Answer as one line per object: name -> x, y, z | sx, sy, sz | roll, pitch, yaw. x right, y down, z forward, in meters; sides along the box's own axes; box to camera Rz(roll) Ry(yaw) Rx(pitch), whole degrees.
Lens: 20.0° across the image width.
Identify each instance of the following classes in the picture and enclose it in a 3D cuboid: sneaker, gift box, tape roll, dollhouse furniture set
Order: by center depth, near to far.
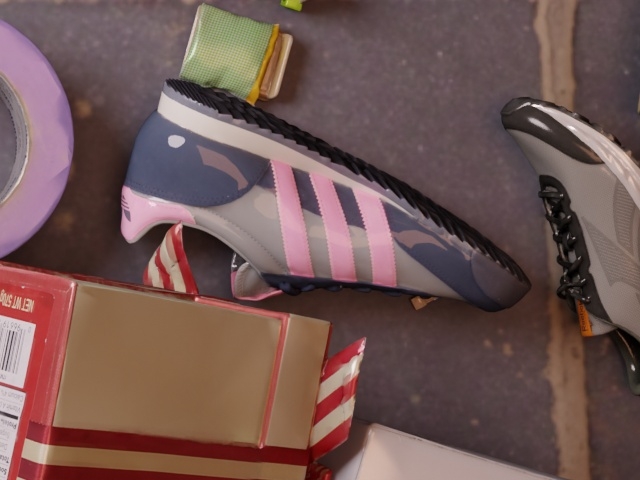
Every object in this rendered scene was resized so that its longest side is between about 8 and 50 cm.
gift box -> -0.139, 0.118, 1.183 | 0.258, 0.255, 0.276 | 15, 90, -47
tape roll -> -0.273, -0.071, 1.282 | 0.189, 0.080, 0.189 | 0, 90, -16
dollhouse furniture set -> -0.047, -0.181, 1.357 | 0.076, 0.058, 0.152 | 17, 85, -15
sneaker -> 0.000, 0.000, 1.359 | 0.319, 0.112, 0.131 | 26, 100, -11
sneaker -> 0.221, 0.005, 1.413 | 0.108, 0.100, 0.271 | -37, 99, -7

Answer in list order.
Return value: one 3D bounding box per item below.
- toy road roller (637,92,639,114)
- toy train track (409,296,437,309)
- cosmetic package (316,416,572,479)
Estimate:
toy road roller -> 0.435, -0.137, 1.397 | 0.329, 0.240, 0.203 | 10, 87, -16
toy train track -> 0.108, 0.030, 1.423 | 0.083, 0.014, 0.048 | -30, 97, -13
cosmetic package -> 0.084, 0.214, 1.306 | 0.224, 0.224, 0.138 | 19, 85, -15
